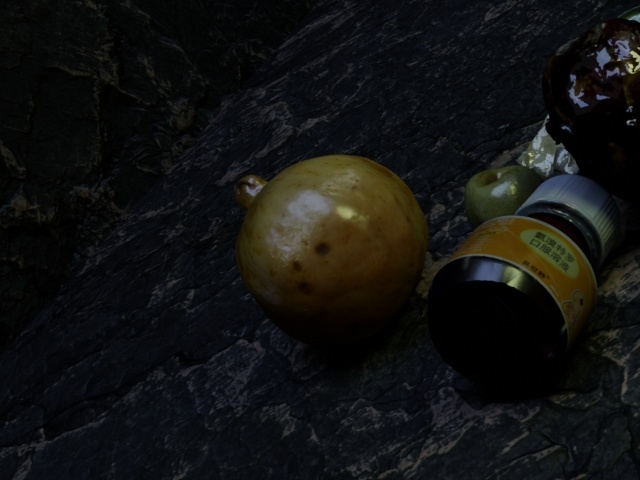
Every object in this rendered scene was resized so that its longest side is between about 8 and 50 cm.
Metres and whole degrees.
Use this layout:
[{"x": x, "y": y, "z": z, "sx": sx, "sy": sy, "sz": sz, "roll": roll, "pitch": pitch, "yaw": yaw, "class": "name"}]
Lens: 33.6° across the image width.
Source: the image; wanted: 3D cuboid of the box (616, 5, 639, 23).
[{"x": 0.647, "y": -0.325, "z": 2.038, "sx": 0.226, "sy": 0.149, "sz": 0.226, "roll": -6, "pitch": 76, "yaw": 23, "class": "box"}]

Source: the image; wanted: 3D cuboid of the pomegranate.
[{"x": 0.000, "y": 0.000, "z": 2.032, "sx": 0.410, "sy": 0.410, "sz": 0.410, "roll": -26, "pitch": 26, "yaw": 14, "class": "pomegranate"}]

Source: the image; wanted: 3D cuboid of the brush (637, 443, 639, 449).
[{"x": 0.516, "y": 0.264, "z": 1.396, "sx": 0.190, "sy": 0.028, "sz": 0.034, "roll": -16, "pitch": -7, "yaw": 22, "class": "brush"}]

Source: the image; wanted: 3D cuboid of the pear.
[{"x": 0.360, "y": -0.071, "z": 2.056, "sx": 0.167, "sy": 0.137, "sz": 0.167, "roll": -26, "pitch": 22, "yaw": 11, "class": "pear"}]

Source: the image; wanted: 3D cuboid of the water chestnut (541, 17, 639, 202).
[{"x": 0.563, "y": -0.236, "z": 1.797, "sx": 0.347, "sy": 0.335, "sz": 0.335, "roll": -35, "pitch": 24, "yaw": 14, "class": "water chestnut"}]

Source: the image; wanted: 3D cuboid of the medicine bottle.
[{"x": 0.346, "y": 0.043, "z": 1.746, "sx": 0.242, "sy": 0.242, "sz": 0.395, "roll": -11, "pitch": 27, "yaw": 39, "class": "medicine bottle"}]

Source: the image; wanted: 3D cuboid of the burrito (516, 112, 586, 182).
[{"x": 0.528, "y": -0.223, "z": 2.181, "sx": 0.175, "sy": 0.107, "sz": 0.348, "roll": 6, "pitch": 45, "yaw": 31, "class": "burrito"}]
